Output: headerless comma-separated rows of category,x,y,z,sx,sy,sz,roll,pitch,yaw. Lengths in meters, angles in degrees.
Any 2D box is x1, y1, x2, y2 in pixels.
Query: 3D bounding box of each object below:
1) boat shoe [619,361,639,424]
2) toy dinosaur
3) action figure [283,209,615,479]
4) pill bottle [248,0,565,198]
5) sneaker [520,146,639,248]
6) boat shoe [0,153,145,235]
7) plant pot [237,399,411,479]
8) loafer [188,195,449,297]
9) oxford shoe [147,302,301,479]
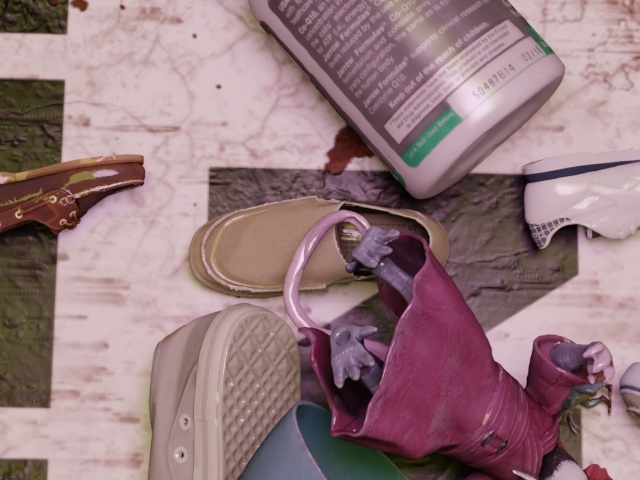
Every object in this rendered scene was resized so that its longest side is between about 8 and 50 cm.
boat shoe,0.413,0.238,1.764,0.302,0.109,0.094,37,81,3
toy dinosaur,0.256,0.164,1.817,0.082,0.047,0.090,1,44,6
action figure,0.132,0.170,1.705,0.370,0.275,0.248,39,80,-33
pill bottle,0.058,-0.236,1.800,0.204,0.204,0.361,-40,83,-10
sneaker,0.326,-0.050,1.841,0.235,0.090,0.095,-7,88,2
boat shoe,-0.276,-0.040,1.812,0.207,0.073,0.073,-11,80,2
plant pot,0.008,0.316,1.597,0.195,0.290,0.290,-43,82,8
loafer,0.000,0.000,1.802,0.268,0.092,0.102,-5,78,-4
oxford shoe,-0.111,0.284,1.726,0.130,0.169,0.449,0,83,43
